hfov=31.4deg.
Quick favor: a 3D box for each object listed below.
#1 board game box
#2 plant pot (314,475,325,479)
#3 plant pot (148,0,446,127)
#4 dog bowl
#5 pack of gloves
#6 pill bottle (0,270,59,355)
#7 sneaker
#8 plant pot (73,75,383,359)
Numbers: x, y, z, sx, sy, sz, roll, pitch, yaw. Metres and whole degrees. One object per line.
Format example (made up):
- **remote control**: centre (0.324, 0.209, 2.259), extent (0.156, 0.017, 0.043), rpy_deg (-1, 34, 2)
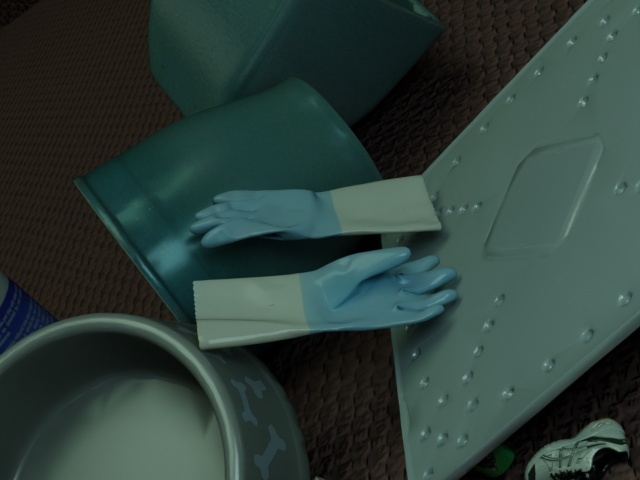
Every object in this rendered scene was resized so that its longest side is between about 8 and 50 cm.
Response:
- **board game box**: centre (0.201, -0.024, 0.954), extent (0.390, 0.050, 0.390), rpy_deg (-47, 25, 27)
- **plant pot**: centre (0.033, 0.256, 0.840), extent (0.096, 0.109, 0.109), rpy_deg (-58, 30, -1)
- **plant pot**: centre (-0.058, -0.241, 1.344), extent (0.247, 0.248, 0.252), rpy_deg (50, 115, 35)
- **dog bowl**: centre (-0.185, 0.220, 0.967), extent (0.348, 0.102, 0.349), rpy_deg (-8, 66, 19)
- **pack of gloves**: centre (0.000, 0.000, 1.003), extent (0.232, 0.046, 0.195), rpy_deg (-6, 43, -7)
- **pill bottle**: centre (-0.396, 0.123, 1.358), extent (0.152, 0.272, 0.152), rpy_deg (-30, 31, 20)
- **sneaker**: centre (0.188, 0.164, 0.837), extent (0.083, 0.032, 0.037), rpy_deg (-37, 34, 15)
- **plant pot**: centre (-0.075, -0.029, 1.202), extent (0.255, 0.272, 0.271), rpy_deg (-37, 28, -7)
